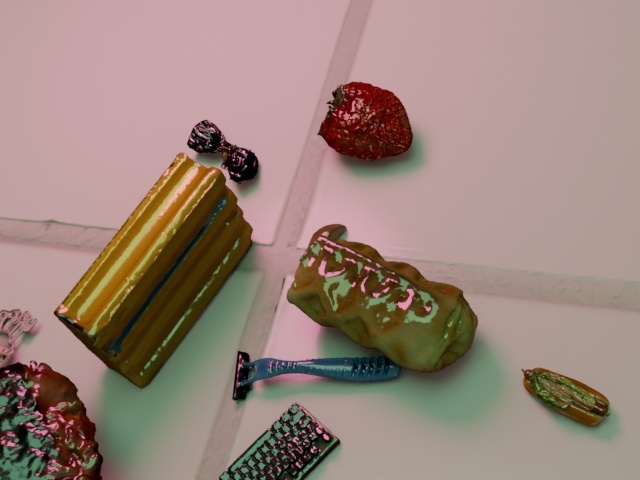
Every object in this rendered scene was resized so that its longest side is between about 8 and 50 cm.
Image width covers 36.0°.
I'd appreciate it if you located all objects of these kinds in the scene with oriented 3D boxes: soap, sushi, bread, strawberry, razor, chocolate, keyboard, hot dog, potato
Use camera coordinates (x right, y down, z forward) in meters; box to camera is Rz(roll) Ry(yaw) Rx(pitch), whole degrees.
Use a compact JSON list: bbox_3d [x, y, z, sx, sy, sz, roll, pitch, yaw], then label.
[{"bbox_3d":[-0.245,0.049,1.508,0.096,0.204,0.324,25,68,27],"label":"soap"},{"bbox_3d":[-0.399,0.317,1.395,0.181,0.196,0.343,-18,57,-21],"label":"sushi"},{"bbox_3d":[0.098,0.095,1.428,0.267,0.130,0.152,25,55,27],"label":"bread"},{"bbox_3d":[0.078,-0.196,1.645,0.148,0.131,0.131,17,59,-9],"label":"strawberry"},{"bbox_3d":[-0.008,0.191,1.448,0.253,0.042,0.082,-3,55,12],"label":"razor"},{"bbox_3d":[-0.164,-0.148,1.714,0.072,0.070,0.147,-37,65,-23],"label":"chocolate"},{"bbox_3d":[-0.113,0.362,1.370,0.317,0.027,0.106,-43,57,-15],"label":"keyboard"},{"bbox_3d":[0.332,0.209,1.343,0.133,0.041,0.056,25,66,28],"label":"hot dog"},{"bbox_3d":[0.000,-0.001,1.576,0.037,0.036,0.093,29,69,26],"label":"potato"}]

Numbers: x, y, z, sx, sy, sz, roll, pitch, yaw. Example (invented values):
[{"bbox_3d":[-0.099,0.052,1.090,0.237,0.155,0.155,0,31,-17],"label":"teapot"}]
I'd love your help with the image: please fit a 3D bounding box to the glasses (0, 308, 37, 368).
[{"bbox_3d":[-0.596,0.148,1.604,0.255,0.095,0.162,1,38,14],"label":"glasses"}]
